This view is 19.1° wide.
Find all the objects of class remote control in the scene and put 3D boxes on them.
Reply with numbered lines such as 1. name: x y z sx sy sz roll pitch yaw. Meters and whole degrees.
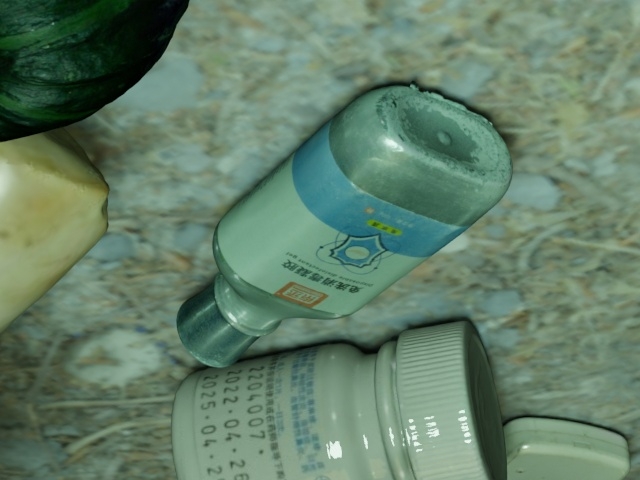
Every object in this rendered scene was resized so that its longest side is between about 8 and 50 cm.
1. remote control: 0.118 0.167 1.203 0.087 0.029 0.190 11 144 -19

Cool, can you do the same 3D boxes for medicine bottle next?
1. medicine bottle: 0.000 0.000 0.927 0.090 0.054 0.208 20 140 -29
2. medicine bottle: 0.011 0.108 1.045 0.168 0.105 0.105 -11 145 14

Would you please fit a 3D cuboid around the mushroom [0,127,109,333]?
1. mushroom: -0.217 0.050 0.853 0.290 0.292 0.292 -44 138 -1

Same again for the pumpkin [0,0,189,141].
1. pumpkin: -0.143 -0.113 0.678 0.202 0.140 0.202 1 145 1
